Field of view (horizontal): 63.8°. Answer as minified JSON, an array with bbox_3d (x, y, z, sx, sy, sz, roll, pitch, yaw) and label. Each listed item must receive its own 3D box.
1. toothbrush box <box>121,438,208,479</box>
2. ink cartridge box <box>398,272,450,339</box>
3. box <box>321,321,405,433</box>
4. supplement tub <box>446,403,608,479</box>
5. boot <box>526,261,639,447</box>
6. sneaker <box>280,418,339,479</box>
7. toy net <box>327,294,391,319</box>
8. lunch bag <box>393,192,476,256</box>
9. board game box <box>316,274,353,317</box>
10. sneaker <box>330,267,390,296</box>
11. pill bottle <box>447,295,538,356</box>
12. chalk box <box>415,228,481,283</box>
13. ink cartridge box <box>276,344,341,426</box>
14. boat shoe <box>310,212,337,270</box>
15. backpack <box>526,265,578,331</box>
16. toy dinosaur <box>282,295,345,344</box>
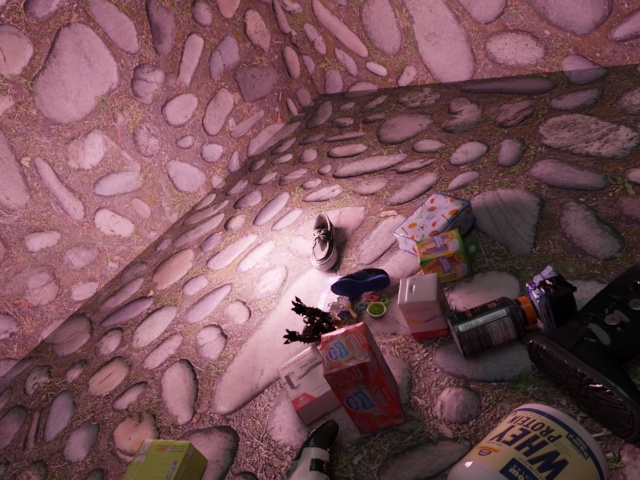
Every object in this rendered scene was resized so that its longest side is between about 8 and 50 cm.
[{"bbox_3d":[-0.510,0.776,1.591,0.207,0.122,0.283,-9,36,26],"label":"toothbrush box"},{"bbox_3d":[0.343,0.216,1.689,0.128,0.176,0.128,-12,36,23],"label":"ink cartridge box"},{"bbox_3d":[0.123,0.399,1.483,0.142,0.299,0.154,-20,34,12],"label":"box"},{"bbox_3d":[0.420,0.527,1.090,0.325,0.235,0.236,-27,29,-30],"label":"supplement tub"},{"bbox_3d":[0.832,0.266,1.322,0.446,0.146,0.367,-27,42,-15],"label":"boot"},{"bbox_3d":[-0.016,0.656,1.424,0.146,0.122,0.330,22,50,26],"label":"sneaker"},{"bbox_3d":[0.136,0.231,1.894,0.233,0.045,0.122,6,47,20],"label":"toy net"},{"bbox_3d":[0.454,-0.065,2.056,0.303,0.114,0.243,-41,33,-18],"label":"lunch bag"},{"bbox_3d":[0.064,0.219,2.018,0.136,0.035,0.201,-9,37,26],"label":"board game box"},{"bbox_3d":[0.148,0.156,1.978,0.233,0.081,0.090,-6,24,-5],"label":"sneaker"},{"bbox_3d":[0.521,0.251,1.556,0.246,0.130,0.130,-22,33,8],"label":"pill bottle"},{"bbox_3d":[0.469,0.057,1.856,0.213,0.132,0.132,-18,34,17],"label":"chalk box"},{"bbox_3d":[-0.033,0.471,1.692,0.159,0.092,0.218,-31,31,-6],"label":"ink cartridge box"},{"bbox_3d":[0.000,0.000,2.286,0.121,0.119,0.335,-19,34,13],"label":"boat shoe"},{"bbox_3d":[0.682,0.165,1.531,0.117,0.158,0.173,-21,26,10],"label":"backpack"},{"bbox_3d":[0.003,0.291,1.794,0.322,0.219,0.164,-35,46,57],"label":"toy dinosaur"}]
